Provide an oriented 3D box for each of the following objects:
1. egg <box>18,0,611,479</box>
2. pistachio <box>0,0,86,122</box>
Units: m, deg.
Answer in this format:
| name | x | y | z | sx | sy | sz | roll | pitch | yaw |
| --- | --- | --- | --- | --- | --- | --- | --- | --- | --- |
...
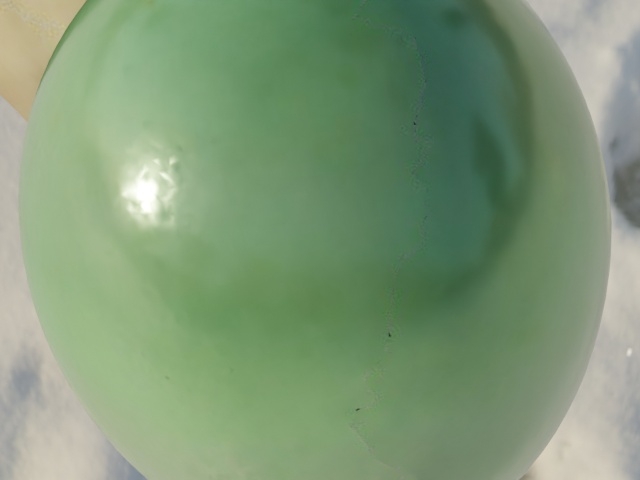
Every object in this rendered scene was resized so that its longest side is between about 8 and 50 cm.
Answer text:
| name | x | y | z | sx | sy | sz | roll | pitch | yaw |
| --- | --- | --- | --- | --- | --- | --- | --- | --- | --- |
| egg | 0.000 | 0.000 | 0.610 | 0.220 | 0.269 | 0.220 | -7 | 45 | 7 |
| pistachio | -0.072 | -0.118 | 0.754 | 0.187 | 0.299 | 0.187 | -32 | 25 | 17 |
